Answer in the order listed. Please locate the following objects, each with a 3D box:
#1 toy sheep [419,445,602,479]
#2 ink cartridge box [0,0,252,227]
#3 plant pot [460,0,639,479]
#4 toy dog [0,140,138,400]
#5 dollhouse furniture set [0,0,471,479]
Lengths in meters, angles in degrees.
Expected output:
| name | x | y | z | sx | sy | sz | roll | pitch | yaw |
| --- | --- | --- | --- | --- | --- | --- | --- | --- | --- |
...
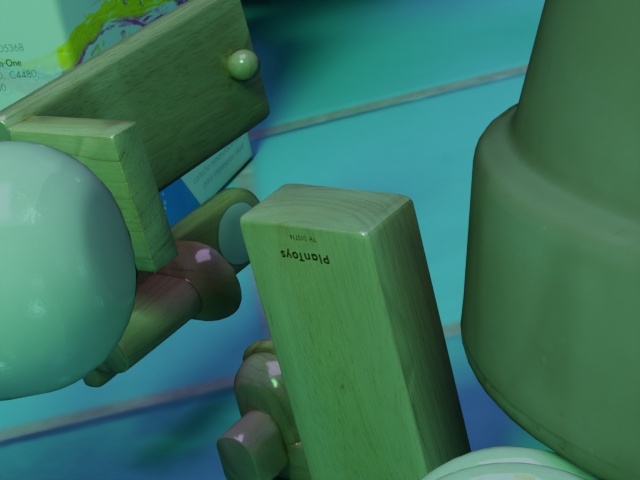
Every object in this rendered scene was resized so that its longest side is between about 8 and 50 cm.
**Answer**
| name | x | y | z | sx | sy | sz | roll | pitch | yaw |
| --- | --- | --- | --- | --- | --- | --- | --- | --- | --- |
| toy sheep | 0.054 | 0.096 | 0.446 | 0.091 | 0.091 | 0.132 | -7 | 12 | 12 |
| ink cartridge box | -0.114 | -0.114 | 0.779 | 0.078 | 0.231 | 0.134 | 1 | 29 | 26 |
| plant pot | 0.198 | -0.098 | 0.464 | 0.323 | 0.280 | 0.323 | -1 | 18 | 0 |
| toy dog | -0.192 | 0.049 | 0.577 | 0.334 | 0.220 | 0.161 | 11 | 2 | 27 |
| dollhouse furniture set | 0.000 | 0.000 | 0.591 | 0.151 | 0.144 | 0.123 | 7 | 33 | 38 |
